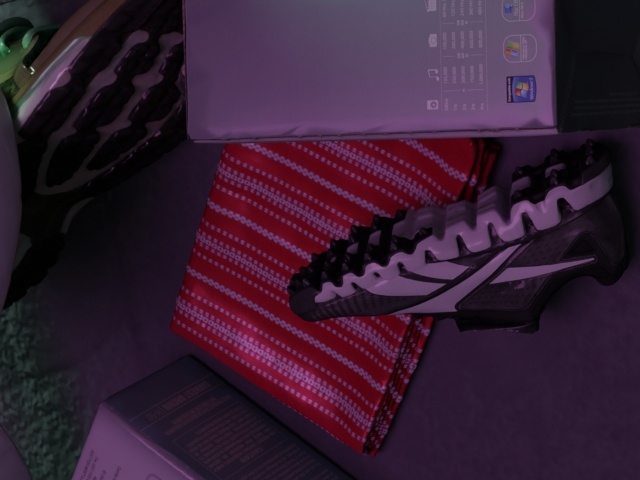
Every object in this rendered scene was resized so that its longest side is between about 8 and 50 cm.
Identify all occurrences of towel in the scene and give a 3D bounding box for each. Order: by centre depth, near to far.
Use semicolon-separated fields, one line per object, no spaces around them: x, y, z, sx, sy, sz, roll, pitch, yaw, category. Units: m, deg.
0.000;0.000;1.288;0.199;0.031;0.274;32;121;22;towel

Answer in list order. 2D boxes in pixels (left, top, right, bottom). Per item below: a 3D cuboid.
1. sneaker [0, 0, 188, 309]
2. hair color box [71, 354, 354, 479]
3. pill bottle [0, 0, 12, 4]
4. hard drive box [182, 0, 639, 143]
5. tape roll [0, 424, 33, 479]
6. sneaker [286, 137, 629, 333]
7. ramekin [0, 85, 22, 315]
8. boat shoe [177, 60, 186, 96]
-0.225;-0.109;1.343;0.410;0.158;0.182;-40;65;31;sneaker
-0.019;0.274;1.344;0.374;0.114;0.185;36;123;19;hair color box
-0.220;-0.215;1.300;0.160;0.087;0.087;-5;104;51;pill bottle
0.062;-0.105;1.094;0.232;0.181;0.089;-1;93;26;hard drive box
-0.363;0.185;1.489;0.286;0.100;0.286;26;142;22;tape roll
0.094;0.024;1.181;0.234;0.078;0.106;-21;109;17;sneaker
-0.328;-0.013;1.264;0.273;0.127;0.272;-10;78;50;ramekin
-0.038;-0.185;1.201;0.070;0.078;0.219;28;105;23;boat shoe
